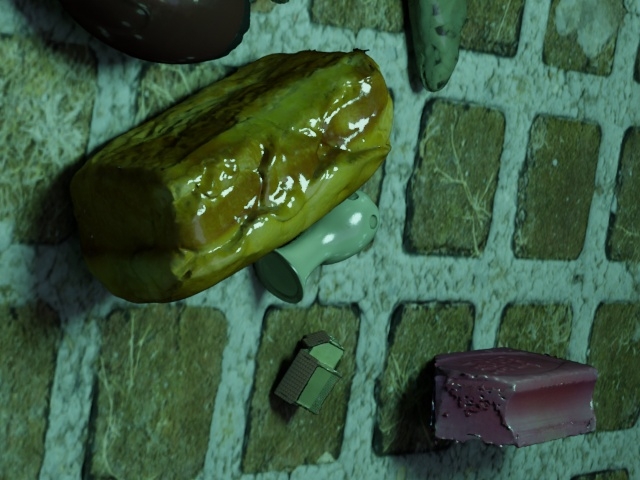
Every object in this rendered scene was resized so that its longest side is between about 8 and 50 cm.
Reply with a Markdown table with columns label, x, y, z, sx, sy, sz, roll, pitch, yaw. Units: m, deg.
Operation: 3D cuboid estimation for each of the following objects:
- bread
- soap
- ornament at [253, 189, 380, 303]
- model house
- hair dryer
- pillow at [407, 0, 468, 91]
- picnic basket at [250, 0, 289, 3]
| label | x | y | z | sx | sy | sz | roll | pitch | yaw |
| --- | --- | --- | --- | --- | --- | --- | --- | --- | --- |
| bread | -0.076 | -0.063 | 1.890 | 0.344 | 0.195 | 0.149 | -35 | 120 | -40 |
| soap | 0.220 | 0.197 | 2.376 | 0.250 | 0.162 | 0.099 | -3 | 102 | -54 |
| ornament | 0.000 | 0.000 | 2.109 | 0.075 | 0.081 | 0.156 | 51 | 52 | -3 |
| model house | -0.012 | 0.142 | 2.153 | 0.058 | 0.057 | 0.083 | 29 | 96 | -26 |
| hair dryer | -0.142 | -0.341 | 1.742 | 0.312 | 0.123 | 0.340 | 25 | 94 | -45 |
| pillow | 0.136 | -0.293 | 2.221 | 0.093 | 0.051 | 0.241 | -32 | 122 | -44 |
| picnic basket | -0.053 | -0.276 | 1.966 | 0.083 | 0.065 | 0.083 | -42 | 128 | -17 |
